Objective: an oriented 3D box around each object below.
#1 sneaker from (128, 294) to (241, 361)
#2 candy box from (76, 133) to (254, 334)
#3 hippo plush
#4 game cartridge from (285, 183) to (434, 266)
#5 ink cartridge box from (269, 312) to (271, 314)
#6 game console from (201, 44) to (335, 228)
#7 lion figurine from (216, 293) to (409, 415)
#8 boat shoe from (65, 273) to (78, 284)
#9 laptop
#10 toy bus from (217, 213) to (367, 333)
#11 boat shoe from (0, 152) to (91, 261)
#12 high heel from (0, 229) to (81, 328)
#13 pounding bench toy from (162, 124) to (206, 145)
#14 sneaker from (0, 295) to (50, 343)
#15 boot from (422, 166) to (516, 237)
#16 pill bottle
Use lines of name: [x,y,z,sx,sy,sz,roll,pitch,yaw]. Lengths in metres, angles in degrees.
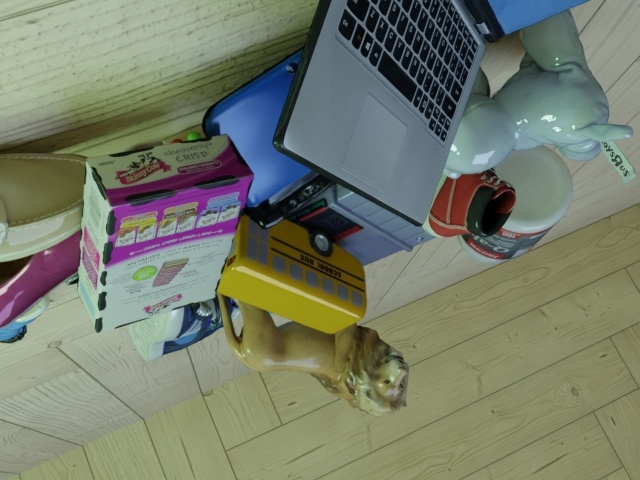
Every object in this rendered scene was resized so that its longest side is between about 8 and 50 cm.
sneaker: [-0.241,0.112,1.396,0.236,0.130,0.322,-26,164,-31]
candy box: [-0.180,-0.004,0.799,0.159,0.071,0.233,-16,149,-32]
hippo plush: [0.280,-0.165,1.030,0.237,0.294,0.234,-20,149,15]
game cartridge: [0.000,0.000,1.265,0.355,0.068,0.230,-25,148,33]
ink cartridge box: [-0.115,0.105,1.606,0.092,0.089,0.143,-22,165,-13]
game console: [-0.005,-0.166,0.920,0.293,0.173,0.250,-34,-163,-8]
lion figurine: [-0.031,0.186,1.290,0.393,0.240,0.142,7,153,-10]
boat shoe: [-0.288,0.020,1.083,0.219,0.070,0.078,-15,161,-35]
laptop: [0.199,-0.208,0.710,0.382,0.237,0.407,20,89,-62]
toy bus: [-0.080,0.035,1.132,0.333,0.130,0.108,25,140,-36]
boat shoe: [-0.364,-0.037,0.714,0.303,0.109,0.098,-13,162,-22]
high heel: [-0.387,0.005,0.920,0.378,0.127,0.181,-14,121,-1]
pounding bench toy: [-0.148,-0.111,0.904,0.083,0.052,0.065,-24,164,-8]
sneaker: [-0.479,0.120,1.128,0.152,0.058,0.084,-23,160,8]
boot: [0.270,-0.116,1.144,0.088,0.244,0.176,27,168,-24]
pill bottle: [0.430,-0.071,1.659,0.210,0.210,0.363,-24,164,-5]
